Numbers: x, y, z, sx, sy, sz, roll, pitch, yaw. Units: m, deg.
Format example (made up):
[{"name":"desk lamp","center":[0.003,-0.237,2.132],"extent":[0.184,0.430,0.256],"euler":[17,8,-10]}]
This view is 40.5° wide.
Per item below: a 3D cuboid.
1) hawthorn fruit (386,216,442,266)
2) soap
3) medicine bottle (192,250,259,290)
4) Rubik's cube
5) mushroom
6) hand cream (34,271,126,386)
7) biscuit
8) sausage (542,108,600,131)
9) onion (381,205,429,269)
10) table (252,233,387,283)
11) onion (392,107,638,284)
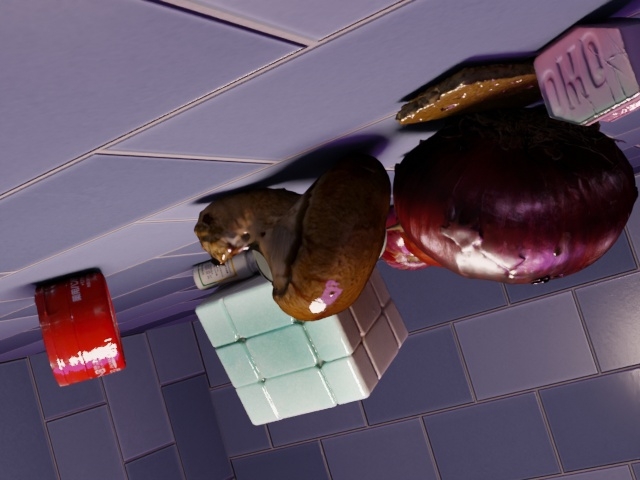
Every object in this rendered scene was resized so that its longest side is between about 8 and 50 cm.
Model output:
[{"name":"hawthorn fruit","center":[0.237,-0.034,1.739],"extent":[0.252,0.189,0.189],"euler":[0,169,-19]},{"name":"soap","center":[0.282,-0.172,0.882],"extent":[0.056,0.100,0.149],"euler":[-12,174,-21]},{"name":"medicine bottle","center":[-0.171,0.048,1.934],"extent":[0.221,0.061,0.092],"euler":[-18,-162,11]},{"name":"Rubik's cube","center":[-0.033,0.186,1.980],"extent":[0.322,0.315,0.319],"euler":[-21,-170,28]},{"name":"mushroom","center":[-0.005,-0.015,1.198],"extent":[0.255,0.267,0.267],"euler":[29,147,-31]},{"name":"hand cream","center":[-0.432,0.158,1.567],"extent":[0.126,0.193,0.193],"euler":[-15,174,-14]},{"name":"biscuit","center":[0.203,-0.175,0.993],"extent":[0.231,0.025,0.131],"euler":[-13,173,-36]},{"name":"sausage","center":[0.260,-0.137,1.285],"extent":[0.305,0.078,0.078],"euler":[-15,175,12]},{"name":"onion","center":[0.205,-0.015,1.939],"extent":[0.177,0.153,0.177],"euler":[-1,165,0]},{"name":"table","center":[0.000,0.000,1.577],"extent":[0.220,0.126,0.126],"euler":[-12,173,-39]},{"name":"onion","center":[0.241,-0.048,1.114],"extent":[0.314,0.232,0.314],"euler":[0,-155,0]}]
